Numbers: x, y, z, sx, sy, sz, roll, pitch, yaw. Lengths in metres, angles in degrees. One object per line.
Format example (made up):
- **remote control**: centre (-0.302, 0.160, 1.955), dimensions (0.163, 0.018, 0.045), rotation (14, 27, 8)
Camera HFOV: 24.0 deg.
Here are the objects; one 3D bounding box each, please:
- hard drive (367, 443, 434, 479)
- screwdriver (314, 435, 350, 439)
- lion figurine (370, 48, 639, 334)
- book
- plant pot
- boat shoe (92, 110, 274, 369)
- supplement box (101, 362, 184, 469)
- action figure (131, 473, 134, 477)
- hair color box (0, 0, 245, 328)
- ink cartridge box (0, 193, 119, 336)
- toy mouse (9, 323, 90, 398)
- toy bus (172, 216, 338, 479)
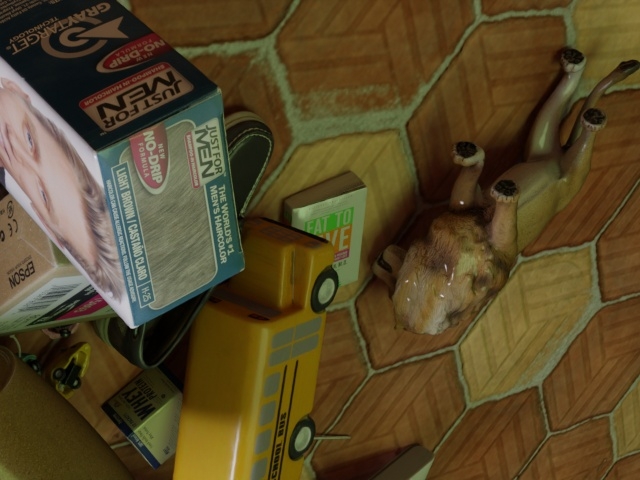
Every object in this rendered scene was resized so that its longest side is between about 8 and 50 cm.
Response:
- **hard drive**: centre (0.051, 0.444, 2.075), dimensions (0.203, 0.040, 0.307), rotation (-26, 141, -56)
- **screwdriver**: centre (-0.009, 0.250, 1.911), dimensions (0.025, 0.024, 0.170), rotation (-36, 154, 34)
- **lion figurine**: centre (0.235, -0.050, 1.797), dimensions (0.392, 0.142, 0.240), rotation (-32, 147, -26)
- **book**: centre (0.000, 0.000, 1.698), dimensions (0.096, 0.035, 0.144), rotation (-21, 137, -25)
- **plant pot**: centre (-0.290, 0.228, 1.401), dimensions (0.237, 0.237, 0.254), rotation (-31, 124, -21)
- **boat shoe**: centre (-0.123, 0.005, 1.523), dimensions (0.285, 0.092, 0.103), rotation (-55, 142, 6)
- **supplement box**: centre (-0.181, 0.192, 1.662), dimensions (0.083, 0.056, 0.083), rotation (-41, 142, -11)
- **action figure**: centre (-0.207, 0.302, 1.703), dimensions (0.232, 0.137, 0.063), rotation (13, 90, -40)
- **hair color box**: centre (-0.201, -0.108, 1.141), dimensions (0.105, 0.347, 0.174), rotation (-29, 138, -23)
- **ink cartridge box**: centre (-0.216, 0.011, 1.348), dimensions (0.193, 0.088, 0.235), rotation (-7, 165, -39)
- **toy mouse**: centre (-0.278, 0.107, 1.491), dimensions (0.143, 0.031, 0.161), rotation (33, 78, -62)
- **toy bus**: centre (-0.076, 0.150, 1.623), dimensions (0.130, 0.108, 0.332), rotation (-18, 123, -52)
